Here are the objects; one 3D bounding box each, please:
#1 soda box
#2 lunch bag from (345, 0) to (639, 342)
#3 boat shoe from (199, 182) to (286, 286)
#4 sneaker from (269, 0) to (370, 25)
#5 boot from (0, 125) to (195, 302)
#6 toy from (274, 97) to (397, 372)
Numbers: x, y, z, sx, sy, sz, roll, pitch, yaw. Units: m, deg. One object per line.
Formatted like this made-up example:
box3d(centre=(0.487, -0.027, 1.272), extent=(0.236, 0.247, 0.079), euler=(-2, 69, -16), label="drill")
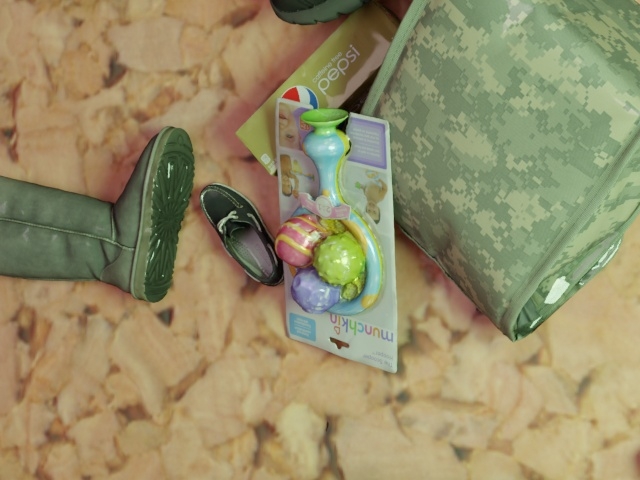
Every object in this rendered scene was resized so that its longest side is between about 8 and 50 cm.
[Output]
box3d(centre=(0.010, -0.139, 1.377), extent=(0.181, 0.061, 0.058), euler=(-45, 73, 13), label="soda box")
box3d(centre=(0.164, -0.086, 1.255), extent=(0.235, 0.169, 0.287), euler=(46, 129, 19), label="lunch bag")
box3d(centre=(-0.077, -0.006, 1.418), extent=(0.046, 0.038, 0.125), euler=(-40, 75, 15), label="boat shoe")
box3d(centre=(0.057, -0.307, 1.278), extent=(0.139, 0.125, 0.341), euler=(46, 135, -15), label="sneaker")
box3d(centre=(-0.238, -0.038, 1.472), extent=(0.209, 0.076, 0.189), euler=(15, 91, 28), label="boot")
box3d(centre=(0.000, 0.000, 1.319), extent=(0.137, 0.056, 0.237), euler=(16, 114, 41), label="toy")
